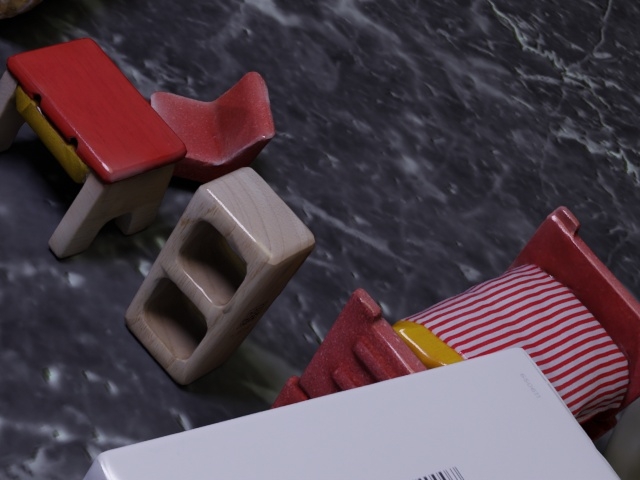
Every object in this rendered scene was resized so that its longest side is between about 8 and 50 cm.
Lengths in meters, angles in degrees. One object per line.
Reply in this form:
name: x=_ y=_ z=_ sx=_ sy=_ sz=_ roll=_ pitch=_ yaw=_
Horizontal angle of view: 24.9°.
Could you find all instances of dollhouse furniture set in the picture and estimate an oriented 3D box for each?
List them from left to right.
dollhouse furniture set: x=0.000 y=0.000 z=0.843 sx=0.374 sy=0.152 sz=0.201 roll=49 pitch=40 yaw=16

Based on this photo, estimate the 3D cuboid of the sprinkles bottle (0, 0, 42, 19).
sprinkles bottle: x=-0.149 y=-0.276 z=1.041 sx=0.121 sy=0.121 sz=0.355 roll=37 pitch=39 yaw=2

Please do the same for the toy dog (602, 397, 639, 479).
toy dog: x=0.391 y=0.179 z=0.774 sx=0.408 sy=0.395 sz=0.284 roll=20 pitch=32 yaw=-6

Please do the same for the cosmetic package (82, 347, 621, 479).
cosmetic package: x=-0.010 y=0.177 z=0.598 sx=0.224 sy=0.224 sz=0.138 roll=-8 pitch=53 yaw=-42
